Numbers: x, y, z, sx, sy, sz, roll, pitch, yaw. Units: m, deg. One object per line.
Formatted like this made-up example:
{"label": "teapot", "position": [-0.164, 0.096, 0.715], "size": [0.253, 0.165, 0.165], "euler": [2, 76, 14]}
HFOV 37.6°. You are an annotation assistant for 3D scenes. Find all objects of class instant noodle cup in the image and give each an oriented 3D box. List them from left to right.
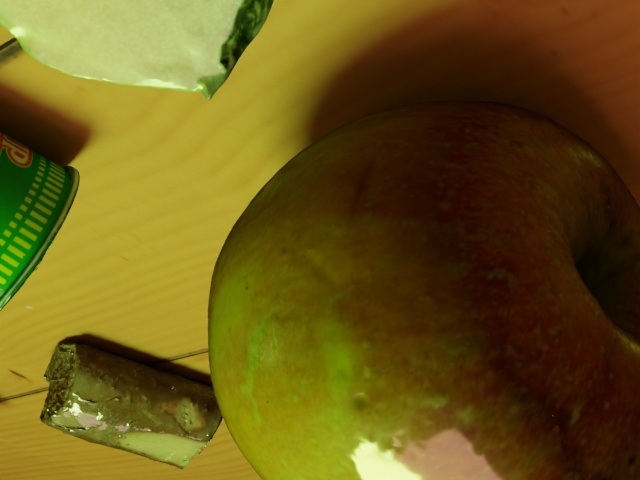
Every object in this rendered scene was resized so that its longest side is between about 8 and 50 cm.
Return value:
{"label": "instant noodle cup", "position": [-0.370, -0.047, 0.830], "size": [0.232, 0.207, 0.207], "euler": [39, 139, -28]}

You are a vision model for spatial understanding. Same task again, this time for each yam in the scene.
{"label": "yam", "position": [-0.260, 0.225, 1.291], "size": [0.238, 0.129, 0.128], "euler": [24, 180, -21]}

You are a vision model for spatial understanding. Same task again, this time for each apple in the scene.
{"label": "apple", "position": [0.096, 0.086, 0.745], "size": [0.374, 0.374, 0.384], "euler": [-22, 120, 41]}

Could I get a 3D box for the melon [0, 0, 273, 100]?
{"label": "melon", "position": [-0.180, -0.206, 0.460], "size": [0.343, 0.226, 0.331], "euler": [17, 161, -11]}
